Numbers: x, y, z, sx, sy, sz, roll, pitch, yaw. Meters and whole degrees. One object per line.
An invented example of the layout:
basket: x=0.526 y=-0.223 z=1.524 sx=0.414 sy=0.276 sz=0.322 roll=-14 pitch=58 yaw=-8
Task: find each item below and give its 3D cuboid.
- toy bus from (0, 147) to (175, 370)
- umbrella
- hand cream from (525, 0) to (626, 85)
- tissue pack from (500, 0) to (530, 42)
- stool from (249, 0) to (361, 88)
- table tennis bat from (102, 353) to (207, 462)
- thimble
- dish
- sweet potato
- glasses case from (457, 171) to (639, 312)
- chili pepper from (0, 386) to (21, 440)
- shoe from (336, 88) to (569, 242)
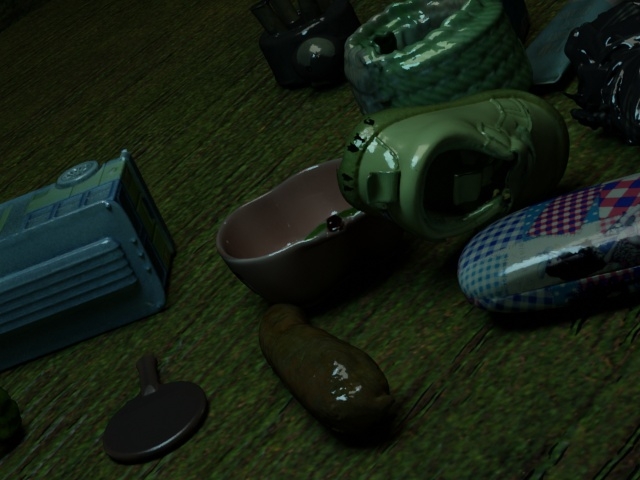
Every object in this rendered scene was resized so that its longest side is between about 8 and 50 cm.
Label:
toy bus: x=-0.339 y=0.034 z=1.532 sx=0.312 sy=0.152 sz=0.190 roll=-20 pitch=24 yaw=8
umbrella: x=0.343 y=-0.157 z=1.308 sx=0.154 sy=0.128 sz=0.336 roll=-36 pitch=20 yaw=1
hand cream: x=0.336 y=-0.287 z=1.664 sx=0.312 sy=0.070 sz=0.111 roll=-45 pitch=25 yaw=-30
tissue pack: x=0.216 y=-0.300 z=1.733 sx=0.082 sy=0.120 sz=0.169 roll=-11 pitch=28 yaw=24
stool: x=-0.010 y=-0.315 z=1.954 sx=0.153 sy=0.139 sz=0.228 roll=-33 pitch=23 yaw=-15
table tennis bat: x=-0.182 y=0.119 z=1.252 sx=0.107 sy=0.119 sz=0.170 roll=-25 pitch=26 yaw=-1
thimble: x=0.133 y=-0.205 z=1.568 sx=0.219 sy=0.150 sz=0.219 roll=-25 pitch=24 yaw=11
dish: x=0.000 y=0.000 z=1.362 sx=0.213 sy=0.090 sz=0.213 roll=-20 pitch=22 yaw=9
sweet potato: x=-0.010 y=0.108 z=1.182 sx=0.075 sy=0.075 sz=0.273 roll=-30 pitch=20 yaw=-11
glasses case: x=0.276 y=-0.009 z=1.137 sx=0.327 sy=0.076 sz=0.125 roll=-15 pitch=23 yaw=19
chili pepper: x=-0.389 y=0.176 z=1.386 sx=0.204 sy=0.072 sz=0.073 roll=-6 pitch=21 yaw=42
shoe: x=0.140 y=-0.060 z=1.265 sx=0.262 sy=0.140 sz=0.128 roll=-3 pitch=36 yaw=-30
